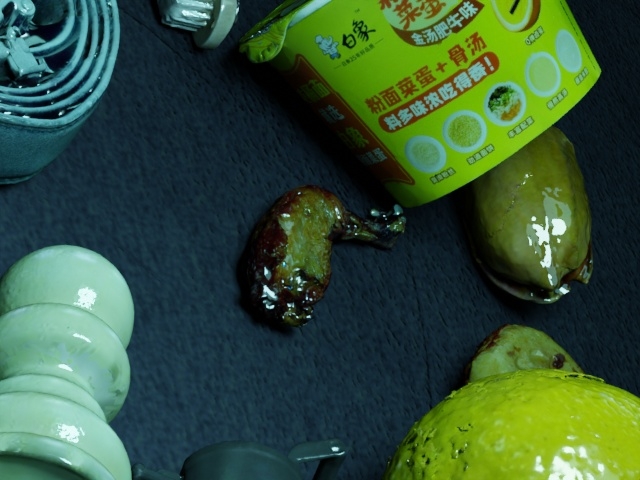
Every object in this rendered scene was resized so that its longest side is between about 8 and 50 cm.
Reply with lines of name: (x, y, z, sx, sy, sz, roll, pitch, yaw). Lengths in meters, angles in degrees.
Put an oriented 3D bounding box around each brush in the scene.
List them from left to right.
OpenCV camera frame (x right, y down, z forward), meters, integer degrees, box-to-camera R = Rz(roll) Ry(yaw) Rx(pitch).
brush: (-0.143, -0.318, 1.736, 0.065, 0.070, 0.327, 10, 49, -29)

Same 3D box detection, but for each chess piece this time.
chess piece: (-0.187, 0.104, 1.246, 0.144, 0.144, 0.251, 33, 33, -22)

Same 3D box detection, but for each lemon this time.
lemon: (0.182, 0.229, 1.417, 0.310, 0.258, 0.258, 8, 52, -39)

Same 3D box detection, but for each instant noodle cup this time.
instant noodle cup: (0.105, -0.183, 1.700, 0.221, 0.311, 0.311, 54, 35, -8)

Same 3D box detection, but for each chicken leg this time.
chicken leg: (0.000, 0.000, 1.607, 0.106, 0.051, 0.253, 57, 35, 0)

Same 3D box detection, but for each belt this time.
belt: (-0.261, -0.169, 1.423, 0.206, 0.116, 0.267, 32, 42, -17)

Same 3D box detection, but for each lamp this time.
lamp: (-0.070, 0.229, 1.271, 0.172, 0.147, 0.227, 12, 37, -10)

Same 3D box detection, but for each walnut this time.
walnut: (0.203, -0.035, 1.795, 0.137, 0.137, 0.245, 29, 37, -26)

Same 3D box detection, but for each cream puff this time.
cream puff: (0.181, 0.149, 1.636, 0.149, 0.084, 0.149, 25, 42, -24)
